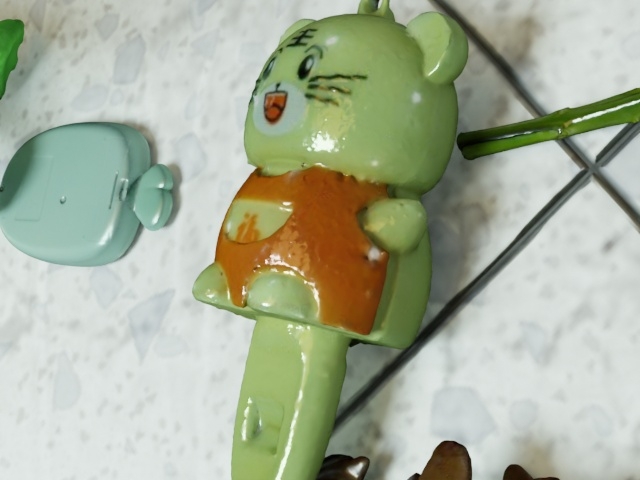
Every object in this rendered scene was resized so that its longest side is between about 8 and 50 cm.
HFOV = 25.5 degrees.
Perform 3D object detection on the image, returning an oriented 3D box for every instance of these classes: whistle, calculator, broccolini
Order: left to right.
[{"bbox_3d":[-0.153,-0.030,0.908,0.153,0.021,0.095,3,78,39],"label":"calculator"},{"bbox_3d":[0.000,0.000,0.735,0.131,0.106,0.289,6,79,46],"label":"whistle"},{"bbox_3d":[0.163,-0.073,0.693,0.218,0.044,0.042,-10,86,38],"label":"broccolini"}]

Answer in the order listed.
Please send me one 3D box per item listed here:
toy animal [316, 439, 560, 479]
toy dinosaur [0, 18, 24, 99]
[{"bbox_3d":[0.053,0.145,0.675,0.188,0.089,0.179,-46,40,22],"label":"toy animal"},{"bbox_3d":[-0.381,-0.132,0.858,0.374,0.500,0.144,11,81,6],"label":"toy dinosaur"}]
